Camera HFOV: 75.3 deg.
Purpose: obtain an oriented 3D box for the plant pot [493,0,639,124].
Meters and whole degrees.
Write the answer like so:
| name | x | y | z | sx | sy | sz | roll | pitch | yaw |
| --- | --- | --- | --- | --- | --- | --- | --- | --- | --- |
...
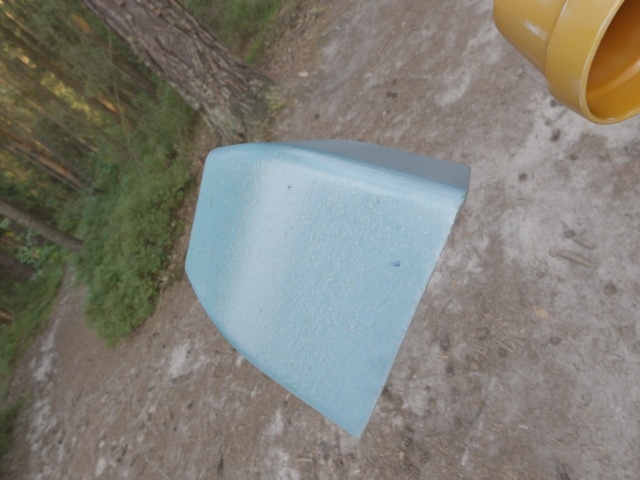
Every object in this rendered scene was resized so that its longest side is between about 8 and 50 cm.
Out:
| name | x | y | z | sx | sy | sz | roll | pitch | yaw |
| --- | --- | --- | --- | --- | --- | --- | --- | --- | --- |
| plant pot | 0.313 | -0.270 | 0.479 | 0.205 | 0.205 | 0.188 | -42 | 48 | 10 |

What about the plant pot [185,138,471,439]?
| name | x | y | z | sx | sy | sz | roll | pitch | yaw |
| --- | --- | --- | --- | --- | --- | --- | --- | --- | --- |
| plant pot | 0.000 | 0.000 | 0.473 | 0.252 | 0.247 | 0.247 | 23 | 111 | 14 |
